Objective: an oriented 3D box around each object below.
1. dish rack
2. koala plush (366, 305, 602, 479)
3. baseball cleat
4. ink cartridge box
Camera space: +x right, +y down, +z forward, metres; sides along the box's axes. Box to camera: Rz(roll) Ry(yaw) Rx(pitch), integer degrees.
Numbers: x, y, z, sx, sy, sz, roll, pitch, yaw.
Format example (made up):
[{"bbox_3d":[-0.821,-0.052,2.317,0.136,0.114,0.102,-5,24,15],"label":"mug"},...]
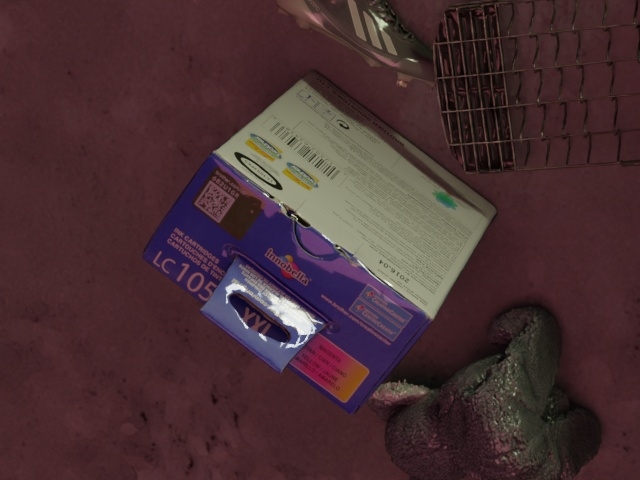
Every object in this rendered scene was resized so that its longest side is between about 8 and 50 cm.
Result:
[{"bbox_3d":[0.257,-0.169,1.812,0.271,0.074,0.208,-4,106,15],"label":"dish rack"},{"bbox_3d":[0.161,0.207,1.921,0.221,0.203,0.196,-16,103,32],"label":"koala plush"},{"bbox_3d":[0.054,-0.244,1.849,0.206,0.072,0.109,26,107,2],"label":"baseball cleat"},{"bbox_3d":[0.000,0.000,1.769,0.270,0.395,0.151,37,114,1],"label":"ink cartridge box"}]
